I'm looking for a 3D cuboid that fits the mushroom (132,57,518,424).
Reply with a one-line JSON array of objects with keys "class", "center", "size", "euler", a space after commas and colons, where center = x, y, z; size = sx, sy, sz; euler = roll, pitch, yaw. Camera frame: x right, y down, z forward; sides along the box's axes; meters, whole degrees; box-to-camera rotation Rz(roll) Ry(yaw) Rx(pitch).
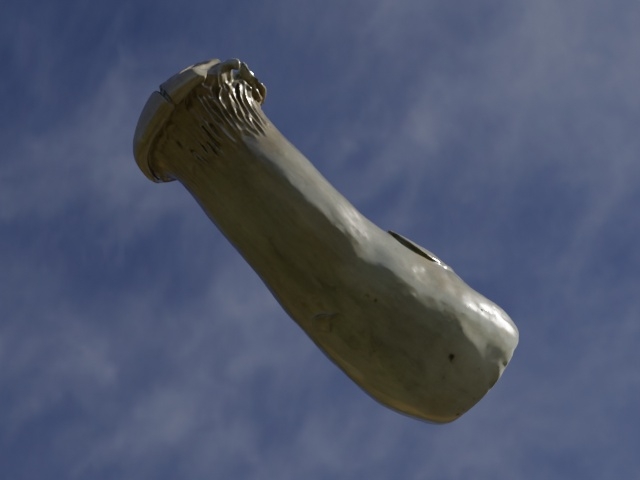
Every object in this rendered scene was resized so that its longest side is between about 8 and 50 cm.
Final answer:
[{"class": "mushroom", "center": [-0.002, 0.001, 0.955], "size": [0.223, 0.092, 0.081], "euler": [41, -60, -10]}]
